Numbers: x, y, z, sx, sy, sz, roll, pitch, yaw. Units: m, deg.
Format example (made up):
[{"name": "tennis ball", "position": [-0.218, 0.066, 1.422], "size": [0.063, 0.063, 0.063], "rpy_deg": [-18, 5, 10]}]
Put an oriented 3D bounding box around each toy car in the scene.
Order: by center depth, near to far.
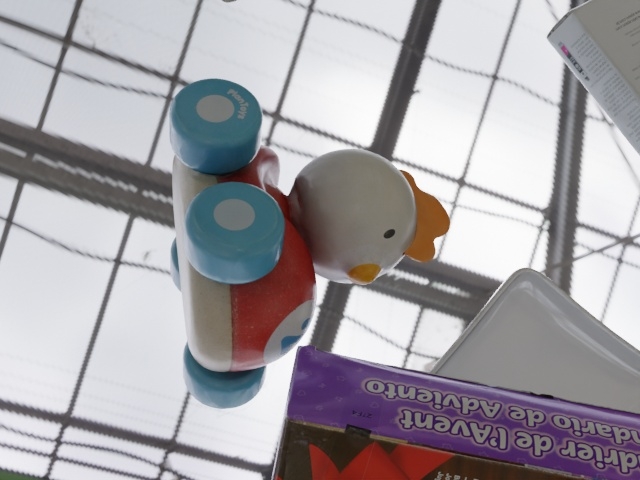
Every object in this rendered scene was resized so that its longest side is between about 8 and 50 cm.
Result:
[{"name": "toy car", "position": [0.000, 0.000, 0.907], "size": [0.237, 0.219, 0.210], "rpy_deg": [-5, -127, -11]}]

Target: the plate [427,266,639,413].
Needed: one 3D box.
[{"name": "plate", "position": [0.209, 0.186, 1.172], "size": [0.277, 0.045, 0.278], "rpy_deg": [35, -77, -26]}]

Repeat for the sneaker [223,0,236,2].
[{"name": "sneaker", "position": [-0.095, -0.238, 0.735], "size": [0.191, 0.083, 0.071], "rpy_deg": [53, -148, -18]}]

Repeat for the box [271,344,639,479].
[{"name": "box", "position": [0.061, 0.198, 0.478], "size": [0.200, 0.293, 0.057], "rpy_deg": [10, -154, 0]}]

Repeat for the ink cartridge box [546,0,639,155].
[{"name": "ink cartridge box", "position": [0.490, -0.197, 1.378], "size": [0.324, 0.071, 0.330], "rpy_deg": [-30, -99, -33]}]
